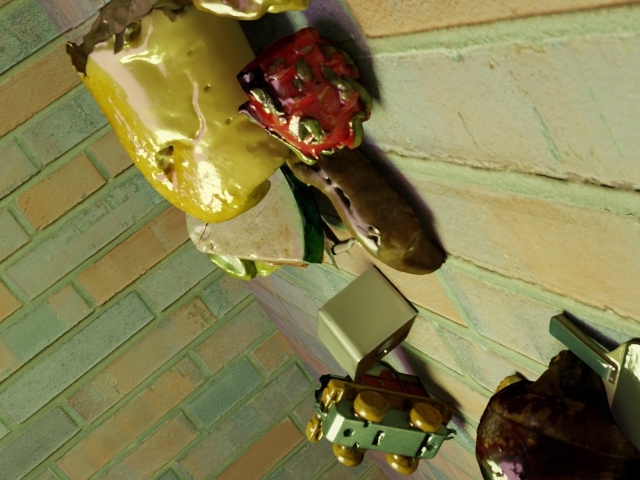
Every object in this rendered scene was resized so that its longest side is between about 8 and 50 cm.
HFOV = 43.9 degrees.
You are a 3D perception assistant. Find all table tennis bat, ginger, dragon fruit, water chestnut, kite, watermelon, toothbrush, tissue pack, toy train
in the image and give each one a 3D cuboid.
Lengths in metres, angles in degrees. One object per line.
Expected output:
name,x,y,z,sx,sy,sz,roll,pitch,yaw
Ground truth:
table tennis bat,0.369,0.173,0.934,0.274,0.021,0.154,46,147,48
ginger,0.062,-0.062,1.226,0.309,0.107,0.133,46,159,14
dragon fruit,-0.017,-0.184,1.059,0.166,0.160,0.172,-23,117,33
water chestnut,0.325,0.260,1.068,0.224,0.238,0.223,11,178,0
kite,0.000,0.000,1.747,0.190,0.010,0.159,-124,17,-52
watermelon,-0.106,-0.080,1.610,0.319,0.292,0.222,-8,169,36
toothbrush,0.056,0.014,1.634,0.029,0.025,0.307,44,167,-5
tissue pack,0.091,0.179,1.677,0.136,0.159,0.246,49,168,16
toy train,0.145,0.401,1.834,0.369,0.163,0.231,15,-159,-22

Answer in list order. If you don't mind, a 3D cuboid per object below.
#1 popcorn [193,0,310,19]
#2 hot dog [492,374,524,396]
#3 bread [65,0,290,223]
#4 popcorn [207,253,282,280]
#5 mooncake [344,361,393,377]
popcorn,-0.082,-0.339,0.721,0.265,0.225,0.332,38,-172,-42
hot dog,0.340,0.314,1.424,0.088,0.061,0.286,32,161,25
bread,-0.218,-0.217,1.257,0.394,0.250,0.361,66,175,-30
popcorn,-0.168,-0.041,1.798,0.276,0.225,0.276,171,90,-71
mooncake,0.180,0.449,2.176,0.275,0.135,0.275,45,168,12
